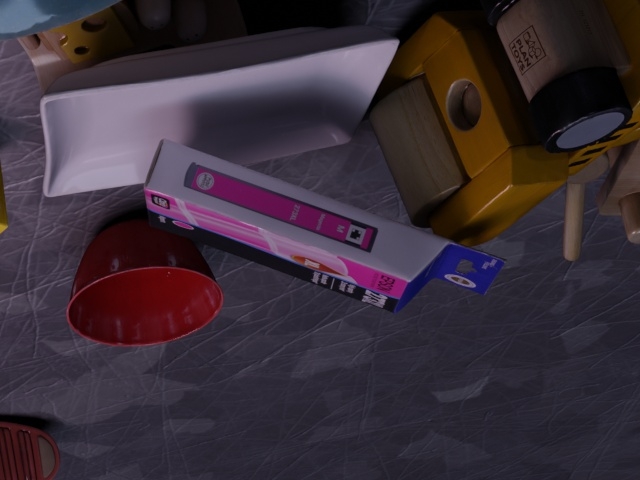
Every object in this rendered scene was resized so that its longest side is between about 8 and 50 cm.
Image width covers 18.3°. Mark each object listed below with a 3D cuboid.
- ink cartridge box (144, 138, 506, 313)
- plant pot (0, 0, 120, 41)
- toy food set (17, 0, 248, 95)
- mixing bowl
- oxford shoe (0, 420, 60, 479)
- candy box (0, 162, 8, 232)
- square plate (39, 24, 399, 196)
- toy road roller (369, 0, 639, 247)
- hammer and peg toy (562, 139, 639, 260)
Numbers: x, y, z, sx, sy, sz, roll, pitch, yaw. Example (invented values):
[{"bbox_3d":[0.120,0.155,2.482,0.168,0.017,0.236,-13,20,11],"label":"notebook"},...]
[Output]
[{"bbox_3d":[0.000,0.000,2.057,0.371,0.069,0.176,17,167,1],"label":"ink cartridge box"},{"bbox_3d":[-0.267,-0.310,1.574,0.290,0.290,0.195,-11,124,1],"label":"plant pot"},{"bbox_3d":[-0.209,-0.226,1.858,0.220,0.092,0.306,-15,152,8],"label":"toy food set"},{"bbox_3d":[-0.209,0.037,2.302,0.181,0.098,0.181,-8,150,-5],"label":"mixing bowl"},{"bbox_3d":[-0.528,0.308,2.679,0.348,0.123,0.130,-6,175,-10],"label":"oxford shoe"},{"bbox_3d":[-0.413,-0.079,2.039,0.027,0.105,0.206,-33,143,33],"label":"candy box"},{"bbox_3d":[-0.115,-0.135,2.005,0.344,0.049,0.347,-11,168,-10],"label":"square plate"},{"bbox_3d":[0.232,-0.148,2.034,0.240,0.202,0.329,-5,156,-40],"label":"toy road roller"},{"bbox_3d":[0.409,-0.101,2.233,0.361,0.127,0.266,-3,151,-12],"label":"hammer and peg toy"}]
